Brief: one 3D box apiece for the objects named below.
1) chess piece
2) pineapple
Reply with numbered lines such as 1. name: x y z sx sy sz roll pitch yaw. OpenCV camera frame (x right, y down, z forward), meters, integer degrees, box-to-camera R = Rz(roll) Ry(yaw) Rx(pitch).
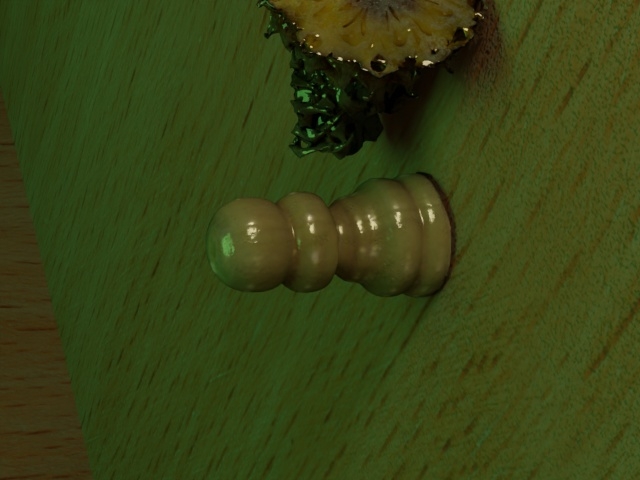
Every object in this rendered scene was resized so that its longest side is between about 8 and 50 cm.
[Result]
1. chess piece: 0.000 0.000 1.542 0.142 0.260 0.143 176 90 -67
2. pineapple: 0.032 -0.200 1.547 0.272 0.262 0.263 104 153 -57
